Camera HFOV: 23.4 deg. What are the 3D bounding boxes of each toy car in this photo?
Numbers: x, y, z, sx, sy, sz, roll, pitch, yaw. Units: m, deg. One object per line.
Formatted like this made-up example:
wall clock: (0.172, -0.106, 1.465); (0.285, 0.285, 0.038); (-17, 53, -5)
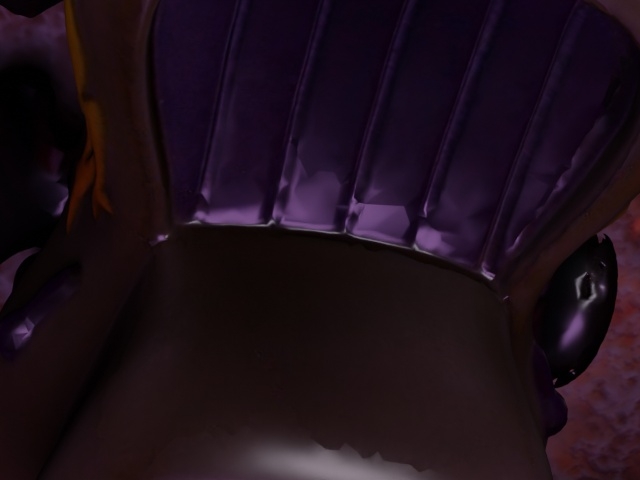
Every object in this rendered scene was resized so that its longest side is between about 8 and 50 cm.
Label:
toy car: (0.000, 0.000, 0.525); (0.271, 0.240, 0.340); (11, 123, -10)
